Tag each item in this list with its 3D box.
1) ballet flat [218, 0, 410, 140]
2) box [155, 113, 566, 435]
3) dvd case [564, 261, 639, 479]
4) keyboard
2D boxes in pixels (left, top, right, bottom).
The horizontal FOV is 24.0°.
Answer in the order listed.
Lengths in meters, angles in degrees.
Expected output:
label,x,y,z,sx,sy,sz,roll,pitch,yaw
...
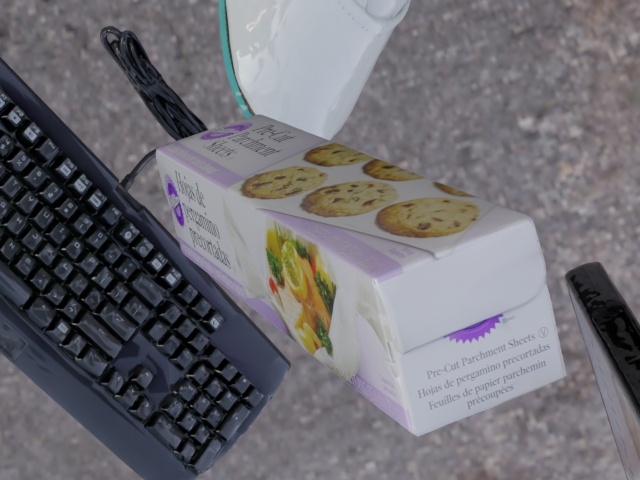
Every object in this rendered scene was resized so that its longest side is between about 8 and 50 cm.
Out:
label,x,y,z,sx,sy,sz,roll,pitch,yaw
ballet flat,0.027,-0.242,0.946,0.139,0.400,0.139,6,146,4
box,0.000,0.000,0.657,0.067,0.324,0.063,-18,106,-14
dvd case,0.151,0.125,0.609,0.022,0.180,0.253,-19,-165,6
keyboard,-0.120,-0.016,0.860,0.033,0.201,0.317,3,141,51
